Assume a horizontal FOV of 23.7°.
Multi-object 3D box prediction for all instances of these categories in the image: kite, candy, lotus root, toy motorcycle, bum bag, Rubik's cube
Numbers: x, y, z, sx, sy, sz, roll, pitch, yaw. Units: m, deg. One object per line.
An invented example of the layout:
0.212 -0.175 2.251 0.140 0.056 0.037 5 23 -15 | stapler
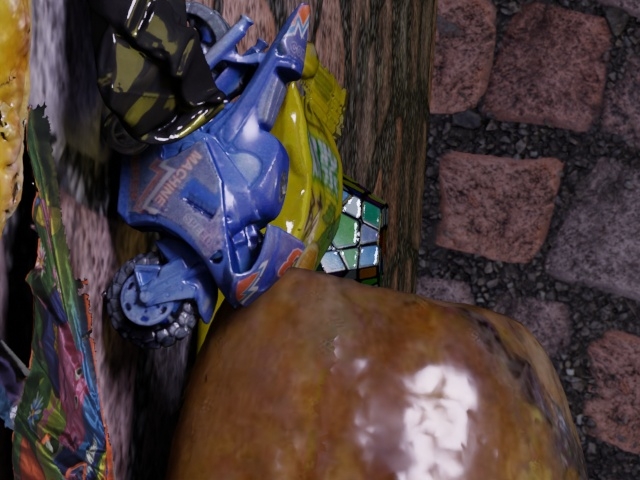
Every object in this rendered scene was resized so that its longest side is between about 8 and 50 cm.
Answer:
-0.128 0.105 0.718 0.234 0.016 0.321 76 14 -66 | kite
-0.038 0.002 1.148 0.187 0.081 0.297 48 57 -77 | candy
0.038 0.150 0.965 0.316 0.316 0.250 43 49 -79 | lotus root
-0.061 -0.038 0.869 0.076 0.114 0.205 46 49 -78 | toy motorcycle
-0.092 -0.165 0.780 0.107 0.060 0.232 -36 121 -75 | bum bag
0.000 0.000 1.304 0.112 0.133 0.133 57 29 -33 | Rubik's cube

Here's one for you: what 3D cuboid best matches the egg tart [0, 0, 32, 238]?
-0.143 -0.049 0.394 0.234 0.094 0.234 2 90 -84 | egg tart
